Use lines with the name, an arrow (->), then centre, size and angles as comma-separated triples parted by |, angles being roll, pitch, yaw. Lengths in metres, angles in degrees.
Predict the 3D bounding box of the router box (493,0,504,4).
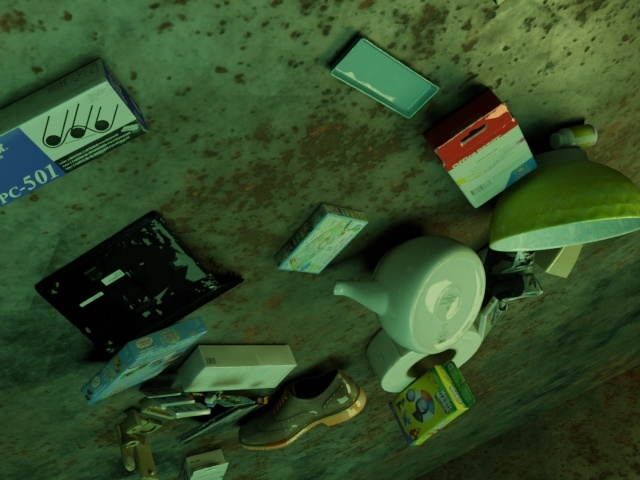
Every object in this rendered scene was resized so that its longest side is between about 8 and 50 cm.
router box -> 0.251, -0.393, 0.829 | 0.133, 0.046, 0.179 | -30, 148, 7

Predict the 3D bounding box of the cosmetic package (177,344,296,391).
cosmetic package -> -0.177, 0.274, 1.477 | 0.239, 0.060, 0.099 | 8, 133, -42

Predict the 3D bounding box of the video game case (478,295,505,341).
video game case -> 0.447, 0.171, 1.740 | 0.143, 0.019, 0.157 | -50, 154, -20

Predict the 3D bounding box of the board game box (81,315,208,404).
board game box -> -0.322, 0.219, 1.245 | 0.160, 0.039, 0.211 | -18, 161, -49

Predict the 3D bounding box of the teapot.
teapot -> 0.195, 0.091, 1.371 | 0.252, 0.187, 0.256 | -50, 131, -11

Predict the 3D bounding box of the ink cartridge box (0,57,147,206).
ink cartridge box -> -0.324, -0.125, 0.815 | 0.207, 0.046, 0.097 | -26, 147, 1

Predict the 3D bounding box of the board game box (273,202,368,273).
board game box -> 0.000, 0.000, 1.238 | 0.103, 0.026, 0.154 | 10, 133, -43

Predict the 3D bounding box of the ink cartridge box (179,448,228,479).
ink cartridge box -> -0.325, 0.639, 1.898 | 0.104, 0.060, 0.180 | -7, 144, -26

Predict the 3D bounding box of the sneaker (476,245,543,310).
sneaker -> 0.447, 0.037, 1.484 | 0.101, 0.153, 0.268 | 0, 140, -36

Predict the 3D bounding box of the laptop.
laptop -> -0.290, 0.074, 1.157 | 0.234, 0.136, 0.264 | -32, 122, 8

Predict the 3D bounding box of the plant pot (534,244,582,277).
plant pot -> 0.532, 0.009, 1.557 | 0.109, 0.109, 0.096 | 14, 119, -45

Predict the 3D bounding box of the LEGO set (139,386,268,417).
LEGO set -> -0.239, 0.350, 1.456 | 0.244, 0.060, 0.182 | 2, -177, -39

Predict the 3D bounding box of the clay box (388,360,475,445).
clay box -> 0.284, 0.417, 1.754 | 0.053, 0.127, 0.222 | 6, 136, -41

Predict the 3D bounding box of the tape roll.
tape roll -> 0.263, 0.275, 1.750 | 0.286, 0.100, 0.286 | -18, 148, -12

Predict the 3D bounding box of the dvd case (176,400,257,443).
dvd case -> -0.232, 0.434, 1.646 | 0.165, 0.018, 0.221 | -30, 165, 7

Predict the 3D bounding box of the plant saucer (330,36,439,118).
plant saucer -> 0.094, -0.232, 0.979 | 0.192, 0.018, 0.067 | 17, 129, -46

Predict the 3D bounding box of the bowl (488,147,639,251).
bowl -> 0.453, -0.082, 1.283 | 0.290, 0.156, 0.289 | -7, 170, -1

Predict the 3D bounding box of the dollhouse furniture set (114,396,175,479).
dollhouse furniture set -> -0.367, 0.440, 1.524 | 0.151, 0.123, 0.144 | -33, 147, 11

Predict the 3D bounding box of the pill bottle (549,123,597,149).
pill bottle -> 0.471, -0.191, 1.275 | 0.083, 0.043, 0.043 | -12, 145, -21

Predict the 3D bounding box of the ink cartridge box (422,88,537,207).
ink cartridge box -> 0.265, -0.159, 1.145 | 0.134, 0.078, 0.231 | -35, 147, 12

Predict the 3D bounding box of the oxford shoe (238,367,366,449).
oxford shoe -> -0.071, 0.422, 1.746 | 0.364, 0.130, 0.132 | -27, 116, 14
